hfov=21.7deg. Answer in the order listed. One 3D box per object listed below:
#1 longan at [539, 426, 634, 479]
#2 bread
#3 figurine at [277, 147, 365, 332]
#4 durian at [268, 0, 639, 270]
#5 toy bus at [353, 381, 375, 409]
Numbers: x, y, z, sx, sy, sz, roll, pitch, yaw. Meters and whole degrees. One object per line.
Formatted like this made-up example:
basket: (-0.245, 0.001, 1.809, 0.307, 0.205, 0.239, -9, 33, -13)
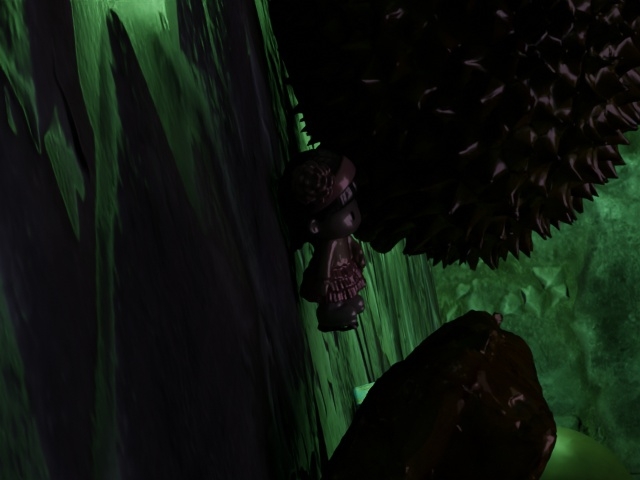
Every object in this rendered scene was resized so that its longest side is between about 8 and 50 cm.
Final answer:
longan: (0.204, 0.301, 1.645, 0.258, 0.258, 0.258, -9, 90, -84)
bread: (0.070, 0.129, 1.049, 0.380, 0.109, 0.185, -16, 131, -85)
figurine: (0.000, 0.000, 1.121, 0.072, 0.054, 0.129, -55, 145, -60)
durian: (0.113, -0.170, 1.278, 0.347, 0.347, 0.384, -9, 121, -84)
toy bus: (0.063, 0.192, 1.391, 0.061, 0.051, 0.153, -100, 178, -69)
